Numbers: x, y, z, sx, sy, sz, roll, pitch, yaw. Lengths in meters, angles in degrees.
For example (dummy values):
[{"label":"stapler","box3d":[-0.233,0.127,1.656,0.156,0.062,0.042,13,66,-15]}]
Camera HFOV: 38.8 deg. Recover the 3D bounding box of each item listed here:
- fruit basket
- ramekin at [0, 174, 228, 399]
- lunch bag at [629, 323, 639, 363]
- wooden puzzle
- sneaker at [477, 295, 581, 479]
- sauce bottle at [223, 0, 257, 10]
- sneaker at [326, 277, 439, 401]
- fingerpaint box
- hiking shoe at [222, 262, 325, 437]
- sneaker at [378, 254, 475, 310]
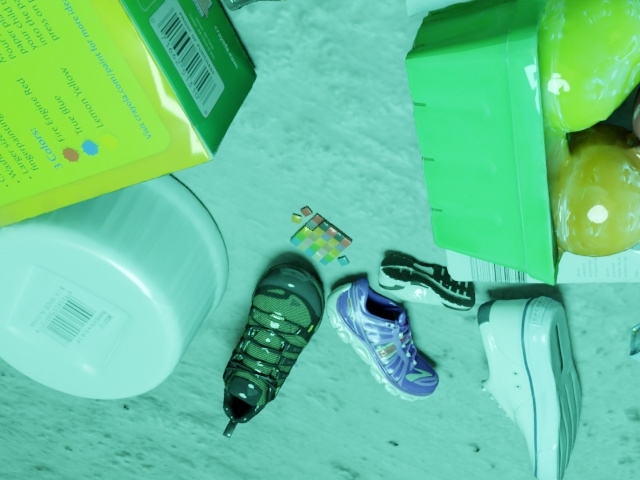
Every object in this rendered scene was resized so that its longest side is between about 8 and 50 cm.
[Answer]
[{"label":"fruit basket","box3d":[0.257,-0.099,0.727,0.353,0.165,0.327,-4,126,17]},{"label":"ramekin","box3d":[-0.252,0.046,0.997,0.277,0.135,0.277,8,128,10]},{"label":"lunch bag","box3d":[0.372,0.106,0.929,0.071,0.053,0.083,35,137,-10]},{"label":"wooden puzzle","box3d":[0.000,0.000,0.975,0.083,0.006,0.049,36,127,-14]},{"label":"sneaker","box3d":[0.228,0.162,1.001,0.091,0.094,0.258,8,127,33]},{"label":"sauce bottle","box3d":[-0.026,-0.229,0.781,0.128,0.042,0.042,-13,123,26]},{"label":"sneaker","box3d":[0.079,0.111,1.004,0.071,0.068,0.170,-33,113,27]},{"label":"fingerpaint box","box3d":[-0.325,-0.239,0.775,0.371,0.163,0.444,-15,121,24]},{"label":"hiking shoe","box3d":[-0.057,0.128,1.021,0.086,0.114,0.226,19,130,-1]},{"label":"sneaker","box3d":[0.112,0.049,0.969,0.109,0.040,0.043,21,146,3]}]
